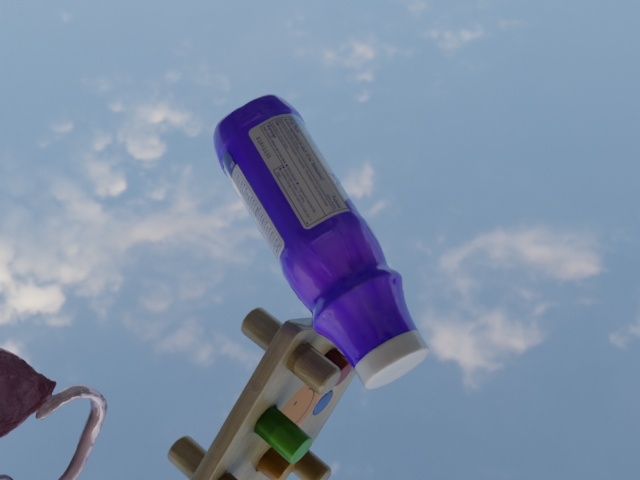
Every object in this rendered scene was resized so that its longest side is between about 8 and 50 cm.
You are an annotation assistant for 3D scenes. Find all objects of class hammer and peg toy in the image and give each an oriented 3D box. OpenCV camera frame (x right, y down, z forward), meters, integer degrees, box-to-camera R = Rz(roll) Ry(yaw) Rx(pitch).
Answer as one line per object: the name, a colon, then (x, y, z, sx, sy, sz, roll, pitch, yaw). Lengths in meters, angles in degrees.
hammer and peg toy: (-0.005, 0.154, 1.067, 0.127, 0.266, 0.361, 36, -77, 23)

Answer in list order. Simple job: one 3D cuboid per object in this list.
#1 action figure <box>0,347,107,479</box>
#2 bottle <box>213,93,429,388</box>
action figure: (-0.414, 0.207, 0.778, 0.276, 0.370, 0.248, 19, -87, 16)
bottle: (0.000, 0.000, 0.821, 0.092, 0.118, 0.283, -30, -112, -3)
